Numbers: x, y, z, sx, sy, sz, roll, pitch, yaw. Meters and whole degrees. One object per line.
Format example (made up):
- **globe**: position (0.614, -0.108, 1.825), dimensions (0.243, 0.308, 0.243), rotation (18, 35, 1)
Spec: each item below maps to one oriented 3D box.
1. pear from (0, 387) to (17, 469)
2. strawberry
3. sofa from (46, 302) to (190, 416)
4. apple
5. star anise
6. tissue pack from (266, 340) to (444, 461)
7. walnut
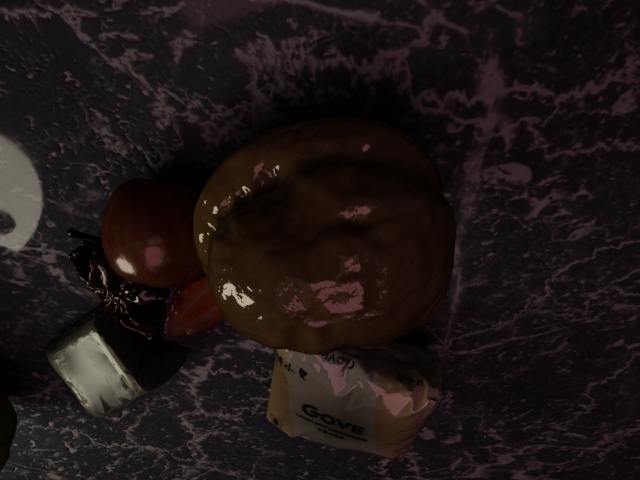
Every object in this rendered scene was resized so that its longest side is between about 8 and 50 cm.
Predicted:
- **pear**: position (-0.898, 0.404, 1.242), dimensions (0.414, 0.351, 0.352), rotation (19, 130, -22)
- **strawberry**: position (-0.234, 0.117, 1.108), dimensions (0.187, 0.082, 0.146), rotation (-42, 128, -13)
- **sofa**: position (-0.457, 0.254, 1.271), dimensions (0.210, 0.176, 0.225), rotation (-33, 96, 27)
- **apple**: position (-0.265, -0.012, 0.936), dimensions (0.189, 0.188, 0.173), rotation (9, 91, -8)
- **star anise**: position (-0.364, 0.079, 1.063), dimensions (0.190, 0.126, 0.220), rotation (34, 148, 29)
- **tissue pack**: position (0.069, 0.345, 1.286), dimensions (0.376, 0.195, 0.389), rotation (13, 133, 6)
- **walnut**: position (0.012, 0.001, 0.831), dimensions (0.384, 0.383, 0.383), rotation (0, 133, 0)
